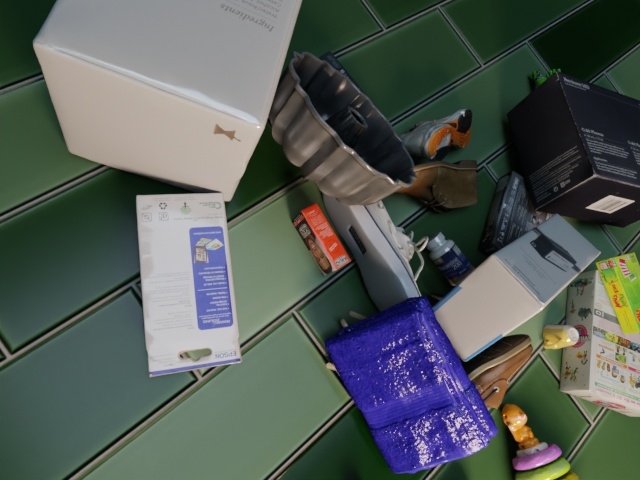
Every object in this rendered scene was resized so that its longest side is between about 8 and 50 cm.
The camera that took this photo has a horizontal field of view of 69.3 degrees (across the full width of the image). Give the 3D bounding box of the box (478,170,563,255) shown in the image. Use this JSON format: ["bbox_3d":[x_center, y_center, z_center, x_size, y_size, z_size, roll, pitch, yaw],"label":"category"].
[{"bbox_3d":[0.520,-0.038,1.186,0.183,0.056,0.230,29,67,-11],"label":"box"}]

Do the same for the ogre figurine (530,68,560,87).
[{"bbox_3d":[0.710,-0.420,1.353,0.197,0.097,0.118,37,47,-23],"label":"ogre figurine"}]

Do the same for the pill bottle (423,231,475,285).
[{"bbox_3d":[0.297,0.041,1.076,0.067,0.067,0.120,-39,90,-25],"label":"pill bottle"}]

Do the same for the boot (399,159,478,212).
[{"bbox_3d":[0.265,-0.121,1.084,0.306,0.112,0.115,-8,89,-32],"label":"boot"}]

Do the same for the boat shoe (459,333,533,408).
[{"bbox_3d":[0.342,0.310,1.000,0.308,0.111,0.104,-26,88,-15],"label":"boat shoe"}]

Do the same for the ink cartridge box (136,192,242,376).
[{"bbox_3d":[-0.250,0.075,0.869,0.166,0.065,0.332,-3,74,-21],"label":"ink cartridge box"}]

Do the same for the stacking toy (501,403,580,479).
[{"bbox_3d":[0.469,0.494,0.978,0.166,0.175,0.301,-11,65,-23],"label":"stacking toy"}]

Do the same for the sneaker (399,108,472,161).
[{"bbox_3d":[0.287,-0.271,1.151,0.263,0.121,0.099,-29,125,-44],"label":"sneaker"}]

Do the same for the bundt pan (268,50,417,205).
[{"bbox_3d":[0.031,-0.198,0.897,0.331,0.124,0.330,35,32,-25],"label":"bundt pan"}]

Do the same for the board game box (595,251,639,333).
[{"bbox_3d":[0.752,0.126,1.128,0.092,0.043,0.181,-10,77,-23],"label":"board game box"}]

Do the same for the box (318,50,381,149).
[{"bbox_3d":[0.024,-0.302,1.081,0.183,0.059,0.232,-42,92,-25],"label":"box"}]

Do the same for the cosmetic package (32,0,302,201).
[{"bbox_3d":[-0.243,-0.341,0.847,0.328,0.329,0.393,18,68,-15],"label":"cosmetic package"}]

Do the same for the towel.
[{"bbox_3d":[0.168,0.282,0.881,0.228,0.076,0.308,-28,91,12],"label":"towel"}]

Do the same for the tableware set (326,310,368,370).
[{"bbox_3d":[0.119,0.237,0.963,0.194,0.039,0.128,24,91,-6],"label":"tableware set"}]

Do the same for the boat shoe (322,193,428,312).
[{"bbox_3d":[0.154,0.014,1.008,0.157,0.136,0.366,-22,73,-27],"label":"boat shoe"}]

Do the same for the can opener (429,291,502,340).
[{"bbox_3d":[0.328,0.169,1.057,0.186,0.073,0.059,30,74,0],"label":"can opener"}]

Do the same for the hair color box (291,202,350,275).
[{"bbox_3d":[0.000,0.000,0.977,0.043,0.072,0.141,-30,86,-26],"label":"hair color box"}]

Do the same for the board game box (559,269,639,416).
[{"bbox_3d":[0.728,0.256,1.155,0.224,0.097,0.303,22,67,-12],"label":"board game box"}]

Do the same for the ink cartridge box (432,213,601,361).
[{"bbox_3d":[0.402,0.091,0.963,0.308,0.223,0.129,-21,64,-40],"label":"ink cartridge box"}]

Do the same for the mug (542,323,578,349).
[{"bbox_3d":[0.587,0.238,1.125,0.062,0.064,0.078,31,67,-10],"label":"mug"}]

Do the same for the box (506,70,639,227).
[{"bbox_3d":[0.709,-0.226,1.208,0.344,0.179,0.312,8,63,-23],"label":"box"}]
